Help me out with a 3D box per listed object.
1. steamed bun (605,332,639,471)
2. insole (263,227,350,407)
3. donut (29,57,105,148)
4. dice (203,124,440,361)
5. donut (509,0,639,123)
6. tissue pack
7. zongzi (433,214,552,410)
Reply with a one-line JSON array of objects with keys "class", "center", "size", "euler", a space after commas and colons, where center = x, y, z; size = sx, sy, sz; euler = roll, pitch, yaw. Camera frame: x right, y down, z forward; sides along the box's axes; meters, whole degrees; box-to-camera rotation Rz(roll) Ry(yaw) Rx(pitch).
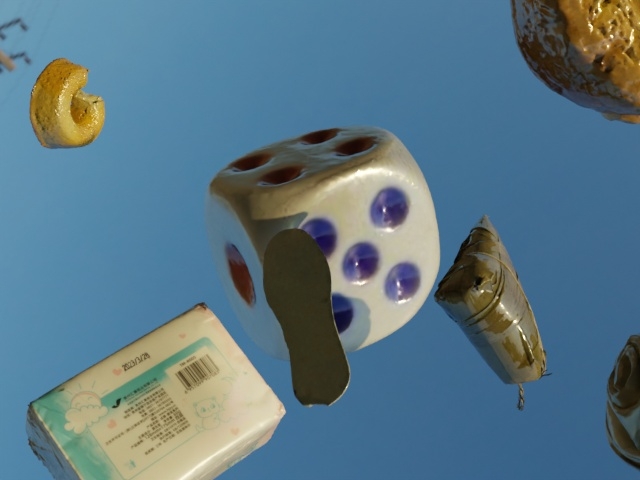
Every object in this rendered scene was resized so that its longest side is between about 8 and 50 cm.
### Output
[{"class": "steamed bun", "center": [0.406, 0.185, 0.993], "size": [0.218, 0.144, 0.211], "euler": [155, -49, -79]}, {"class": "insole", "center": [-0.013, 0.060, 0.727], "size": [0.065, 0.004, 0.197], "euler": [-29, -134, 11]}, {"class": "donut", "center": [-0.286, -0.149, 0.961], "size": [0.043, 0.108, 0.097], "euler": [13, -115, 18]}, {"class": "dice", "center": [0.000, 0.000, 1.370], "size": [0.304, 0.304, 0.277], "euler": [-23, -156, -21]}, {"class": "donut", "center": [0.359, -0.282, 0.890], "size": [0.150, 0.299, 0.317], "euler": [-100, -156, -78]}, {"class": "tissue pack", "center": [-0.206, 0.229, 1.064], "size": [0.271, 0.201, 0.124], "euler": [-30, 165, -35]}, {"class": "zongzi", "center": [0.227, 0.078, 1.013], "size": [0.081, 0.189, 0.178], "euler": [-28, -163, 35]}]
